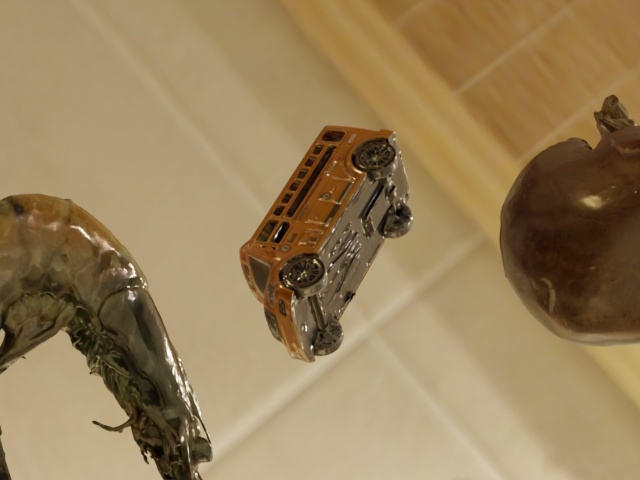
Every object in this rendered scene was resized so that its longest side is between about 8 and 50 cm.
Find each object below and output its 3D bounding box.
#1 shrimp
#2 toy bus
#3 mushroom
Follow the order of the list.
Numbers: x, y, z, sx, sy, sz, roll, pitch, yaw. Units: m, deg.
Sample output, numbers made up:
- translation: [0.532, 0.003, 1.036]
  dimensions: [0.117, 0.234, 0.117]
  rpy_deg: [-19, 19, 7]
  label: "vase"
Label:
- translation: [-0.140, 0.082, 1.077]
  dimensions: [0.051, 0.150, 0.217]
  rpy_deg: [-9, -63, 50]
  label: "shrimp"
- translation: [0.000, 0.000, 1.511]
  dimensions: [0.088, 0.194, 0.083]
  rpy_deg: [12, -40, 26]
  label: "toy bus"
- translation: [0.165, -0.019, 1.061]
  dimensions: [0.171, 0.135, 0.080]
  rpy_deg: [-87, 171, -49]
  label: "mushroom"
